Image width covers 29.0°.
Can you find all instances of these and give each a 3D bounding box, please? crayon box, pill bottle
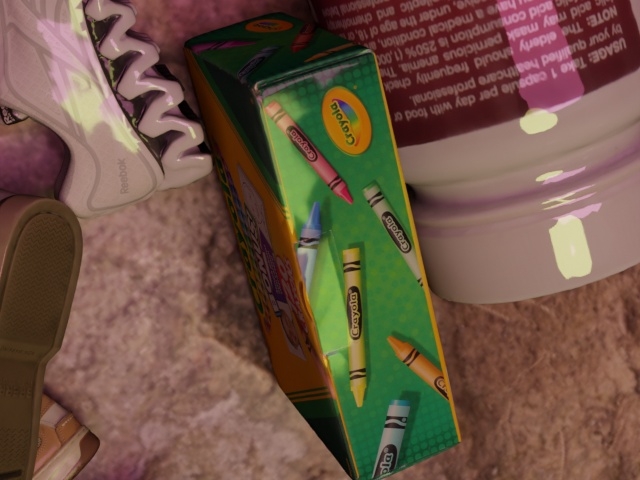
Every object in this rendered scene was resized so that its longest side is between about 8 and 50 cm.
[{"bbox_3d":[0.000,0.000,0.821,0.081,0.165,0.278,-20,113,-14],"label":"crayon box"},{"bbox_3d":[0.103,-0.173,0.821,0.224,0.224,0.392,-23,104,-14],"label":"pill bottle"}]

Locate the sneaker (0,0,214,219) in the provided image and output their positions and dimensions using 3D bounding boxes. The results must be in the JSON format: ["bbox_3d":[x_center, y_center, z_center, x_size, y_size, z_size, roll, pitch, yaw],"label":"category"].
[{"bbox_3d":[-0.180,-0.146,0.797,0.118,0.110,0.292,-28,106,-4],"label":"sneaker"}]

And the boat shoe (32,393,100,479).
[{"bbox_3d":[-0.242,0.185,0.850,0.072,0.068,0.190,45,76,-4],"label":"boat shoe"}]

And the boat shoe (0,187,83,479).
[{"bbox_3d":[-0.247,0.111,0.791,0.113,0.103,0.302,40,64,-59],"label":"boat shoe"}]
